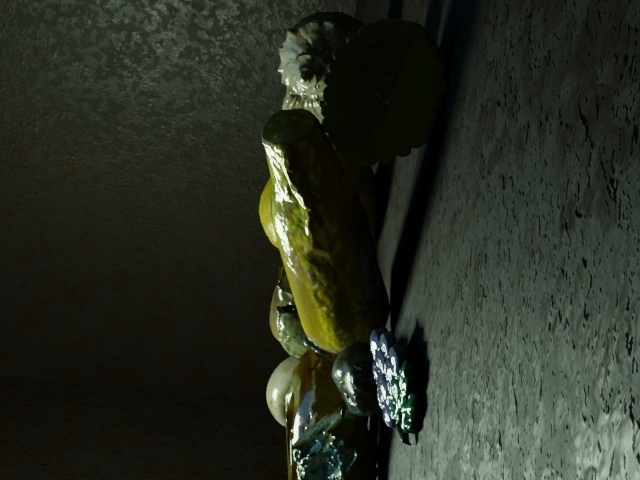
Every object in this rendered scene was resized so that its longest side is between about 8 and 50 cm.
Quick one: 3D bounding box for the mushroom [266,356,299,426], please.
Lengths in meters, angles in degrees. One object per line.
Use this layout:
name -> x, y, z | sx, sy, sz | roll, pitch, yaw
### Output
mushroom -> -0.022, 0.390, 2.047 | 0.215, 0.207, 0.207 | 44, 137, 44

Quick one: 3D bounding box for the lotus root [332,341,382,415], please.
lotus root -> 0.066, 0.210, 1.251 | 0.192, 0.088, 0.113 | 83, 165, -76

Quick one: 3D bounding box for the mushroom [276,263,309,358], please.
mushroom -> 0.012, 0.140, 1.701 | 0.267, 0.190, 0.164 | -89, -10, -62

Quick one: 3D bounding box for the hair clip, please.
hair clip -> 0.107, 0.189, 1.091 | 0.195, 0.052, 0.124 | -117, 23, -70

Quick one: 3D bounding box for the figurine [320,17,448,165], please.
figurine -> 0.102, -0.223, 1.222 | 0.315, 0.168, 0.187 | -57, -37, -76

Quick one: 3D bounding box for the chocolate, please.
chocolate -> 0.000, 0.000, 1.243 | 0.445, 0.162, 0.162 | 72, -164, -47

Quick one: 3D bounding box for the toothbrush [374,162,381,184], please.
toothbrush -> 0.115, -0.122, 1.735 | 0.019, 0.016, 0.219 | -85, 2, -45

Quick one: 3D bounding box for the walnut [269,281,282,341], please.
walnut -> -0.042, 0.191, 2.363 | 0.225, 0.225, 0.261 | 100, -179, -54

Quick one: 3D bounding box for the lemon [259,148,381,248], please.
lemon -> -0.003, -0.072, 1.677 | 0.288, 0.233, 0.233 | -28, 48, 46

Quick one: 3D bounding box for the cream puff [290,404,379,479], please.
cream puff -> 0.032, 0.349, 1.325 | 0.121, 0.156, 0.156 | -8, -73, -54

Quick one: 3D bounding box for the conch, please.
conch -> 0.051, -0.346, 1.802 | 0.352, 0.210, 0.297 | -14, -41, -47

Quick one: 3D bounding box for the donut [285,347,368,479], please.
donut -> 0.005, 0.347, 1.545 | 0.330, 0.160, 0.330 | 9, -90, -90
